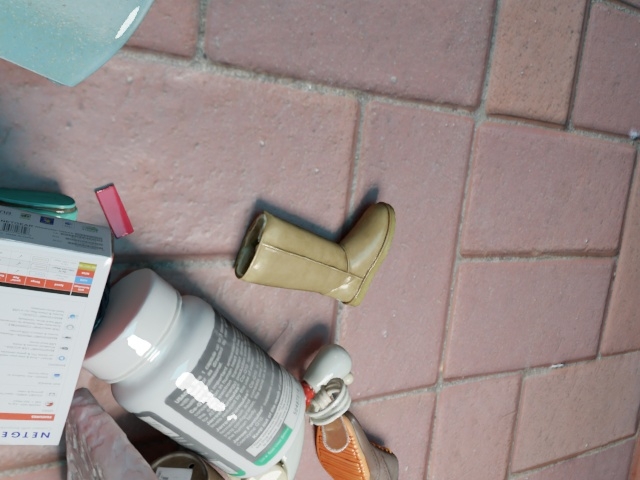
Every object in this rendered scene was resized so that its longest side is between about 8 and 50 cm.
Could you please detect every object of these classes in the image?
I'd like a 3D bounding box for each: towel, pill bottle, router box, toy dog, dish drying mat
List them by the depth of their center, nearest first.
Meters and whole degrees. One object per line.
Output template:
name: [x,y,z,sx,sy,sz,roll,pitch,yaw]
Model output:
router box: [-0.451,0.097,0.641,0.335,0.082,0.301,13,112,-28]
towel: [-0.288,0.428,0.800,0.053,0.331,0.317,-14,124,-45]
dish drying mat: [-0.331,-0.046,0.887,0.032,0.008,0.083,-27,113,-24]
pill bottle: [-0.205,0.221,0.908,0.204,0.204,0.361,-49,121,-12]
toy dog: [-0.032,0.377,1.057,0.333,0.220,0.161,-42,111,6]

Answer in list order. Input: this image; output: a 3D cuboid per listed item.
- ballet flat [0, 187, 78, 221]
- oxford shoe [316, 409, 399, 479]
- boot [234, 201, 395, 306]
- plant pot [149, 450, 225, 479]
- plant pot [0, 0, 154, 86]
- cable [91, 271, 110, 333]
ballet flat: [-0.473,-0.041,0.762,0.247,0.083,0.087,14,108,-31]
oxford shoe: [0.092,0.486,1.216,0.132,0.129,0.364,-41,126,-37]
boot: [0.000,0.000,1.053,0.269,0.089,0.236,20,90,-32]
plant pot: [-0.224,0.459,0.903,0.215,0.215,0.231,-22,133,-25]
plant pot: [-0.339,-0.343,0.685,0.247,0.247,0.252,20,104,-33]
cable: [-0.392,0.093,0.809,0.184,0.150,0.047,-35,153,-21]
